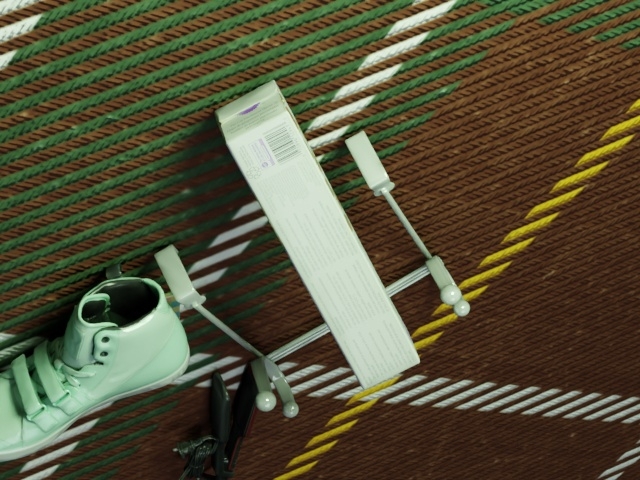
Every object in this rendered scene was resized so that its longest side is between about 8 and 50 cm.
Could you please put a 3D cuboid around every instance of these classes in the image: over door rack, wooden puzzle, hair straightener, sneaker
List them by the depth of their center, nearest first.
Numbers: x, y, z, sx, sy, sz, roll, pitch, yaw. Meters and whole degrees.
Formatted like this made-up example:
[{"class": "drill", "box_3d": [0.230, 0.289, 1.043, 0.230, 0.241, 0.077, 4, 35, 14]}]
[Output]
[{"class": "sneaker", "box_3d": [-0.255, 0.113, 1.765, 0.256, 0.094, 0.151, -25, 148, -11]}, {"class": "wooden puzzle", "box_3d": [-0.165, 0.072, 1.850, 0.049, 0.006, 0.083, -15, 145, -18]}, {"class": "over door rack", "box_3d": [0.007, 0.059, 1.863, 0.239, 0.108, 0.324, -31, 147, 4]}, {"class": "hair straightener", "box_3d": [-0.127, 0.219, 2.058, 0.089, 0.047, 0.230, -11, 148, -23]}]

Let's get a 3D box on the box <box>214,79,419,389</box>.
[{"class": "box", "box_3d": [0.000, 0.000, 1.709, 0.067, 0.063, 0.324, -27, 125, 4]}]
